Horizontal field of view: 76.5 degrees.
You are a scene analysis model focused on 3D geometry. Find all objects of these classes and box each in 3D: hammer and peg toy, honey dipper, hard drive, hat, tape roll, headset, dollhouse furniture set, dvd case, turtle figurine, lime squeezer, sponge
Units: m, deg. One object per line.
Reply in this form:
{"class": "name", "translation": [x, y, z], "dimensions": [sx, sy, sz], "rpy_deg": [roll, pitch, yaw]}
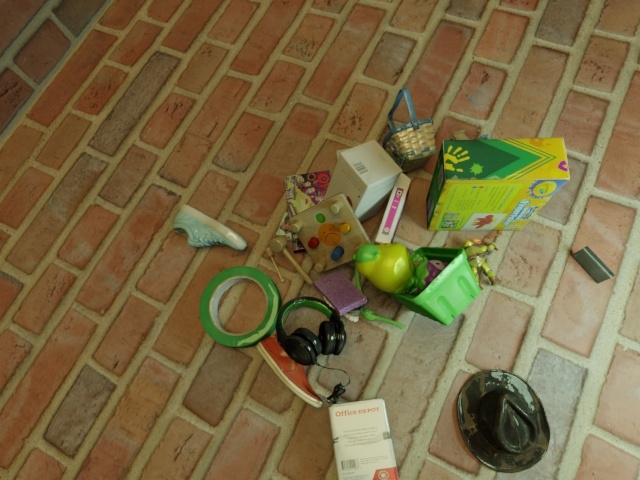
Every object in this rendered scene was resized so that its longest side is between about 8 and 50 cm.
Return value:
{"class": "hammer and peg toy", "translation": [0.000, 0.000, 1.574], "dimensions": [0.361, 0.127, 0.266], "rpy_deg": [-25, 103, 29]}
{"class": "honey dipper", "translation": [-0.187, 0.103, 1.692], "dimensions": [0.030, 0.030, 0.160], "rpy_deg": [-28, 73, -3]}
{"class": "hard drive", "translation": [1.009, 0.090, 1.505], "dimensions": [0.022, 0.094, 0.135], "rpy_deg": [-32, 70, -5]}
{"class": "hat", "translation": [0.624, 0.604, 1.360], "dimensions": [0.331, 0.134, 0.331], "rpy_deg": [-2, 71, 7]}
{"class": "tape roll", "translation": [-0.318, 0.264, 1.627], "dimensions": [0.321, 0.077, 0.321], "rpy_deg": [-3, 71, 7]}
{"class": "headset", "translation": [-0.017, 0.393, 1.499], "dimensions": [0.243, 0.185, 0.394], "rpy_deg": [-11, 50, -28]}
{"class": "dollhouse furniture set", "translation": [0.631, -0.385, 1.718], "dimensions": [0.184, 0.129, 0.129], "rpy_deg": [-20, 67, -26]}
{"class": "dvd case", "translation": [-0.134, -0.059, 1.747], "dimensions": [0.087, 0.013, 0.119], "rpy_deg": [18, 75, 13]}
{"class": "turtle figurine", "translation": [0.612, 0.075, 1.565], "dimensions": [0.269, 0.087, 0.217], "rpy_deg": [-19, 70, 1]}
{"class": "lime squeezer", "translation": [0.186, 0.236, 1.565], "dimensions": [0.110, 0.059, 0.310], "rpy_deg": [-50, 63, 33]}
{"class": "sponge", "translation": [0.074, 0.197, 1.553], "dimensions": [0.117, 0.031, 0.210], "rpy_deg": [-24, 36, -17]}

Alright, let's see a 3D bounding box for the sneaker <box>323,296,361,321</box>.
{"class": "sneaker", "translation": [0.089, 0.239, 1.573], "dimensions": [0.170, 0.063, 0.075], "rpy_deg": [34, 107, 24]}

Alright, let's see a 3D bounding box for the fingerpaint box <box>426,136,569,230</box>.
{"class": "fingerpaint box", "translation": [0.598, -0.185, 1.467], "dimensions": [0.371, 0.445, 0.163], "rpy_deg": [0, 71, 8]}

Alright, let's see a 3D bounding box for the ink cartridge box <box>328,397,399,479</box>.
{"class": "ink cartridge box", "translation": [0.147, 0.696, 1.399], "dimensions": [0.197, 0.114, 0.273], "rpy_deg": [-10, 71, 5]}

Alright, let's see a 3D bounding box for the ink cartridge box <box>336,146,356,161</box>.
{"class": "ink cartridge box", "translation": [0.164, -0.338, 1.772], "dimensions": [0.175, 0.072, 0.127], "rpy_deg": [-9, 71, 4]}

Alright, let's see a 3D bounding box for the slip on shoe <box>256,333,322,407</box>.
{"class": "slip on shoe", "translation": [-0.104, 0.481, 1.509], "dimensions": [0.101, 0.123, 0.331], "rpy_deg": [-41, 66, -11]}

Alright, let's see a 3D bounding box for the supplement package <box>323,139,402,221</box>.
{"class": "supplement package", "translation": [0.155, -0.212, 1.593], "dimensions": [0.175, 0.293, 0.177], "rpy_deg": [-27, 69, -26]}

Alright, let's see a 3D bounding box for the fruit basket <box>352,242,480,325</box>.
{"class": "fruit basket", "translation": [0.311, 0.101, 1.425], "dimensions": [0.283, 0.392, 0.392], "rpy_deg": [-42, 71, -8]}

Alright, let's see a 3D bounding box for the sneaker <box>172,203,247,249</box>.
{"class": "sneaker", "translation": [-0.477, -0.018, 1.726], "dimensions": [0.366, 0.135, 0.150], "rpy_deg": [27, 84, 24]}

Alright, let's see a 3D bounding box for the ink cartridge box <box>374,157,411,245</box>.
{"class": "ink cartridge box", "translation": [0.298, -0.125, 1.627], "dimensions": [0.069, 0.176, 0.371], "rpy_deg": [15, 74, 12]}

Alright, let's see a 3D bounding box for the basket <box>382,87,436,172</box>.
{"class": "basket", "translation": [0.358, -0.450, 1.691], "dimensions": [0.201, 0.255, 0.289], "rpy_deg": [-12, 80, -4]}

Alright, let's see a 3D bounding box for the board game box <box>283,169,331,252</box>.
{"class": "board game box", "translation": [-0.035, -0.127, 1.733], "dimensions": [0.208, 0.056, 0.346], "rpy_deg": [-8, 70, -5]}
